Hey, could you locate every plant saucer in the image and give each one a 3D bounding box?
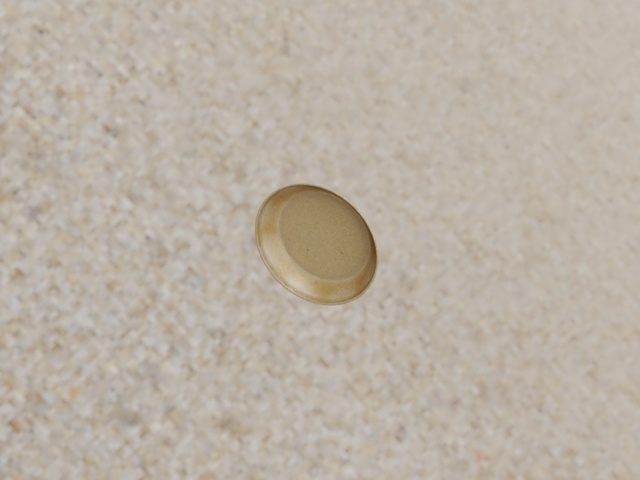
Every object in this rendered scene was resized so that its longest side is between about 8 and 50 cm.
[{"bbox_3d":[0.000,0.000,0.938,0.083,0.083,0.015,47,38,-2],"label":"plant saucer"}]
